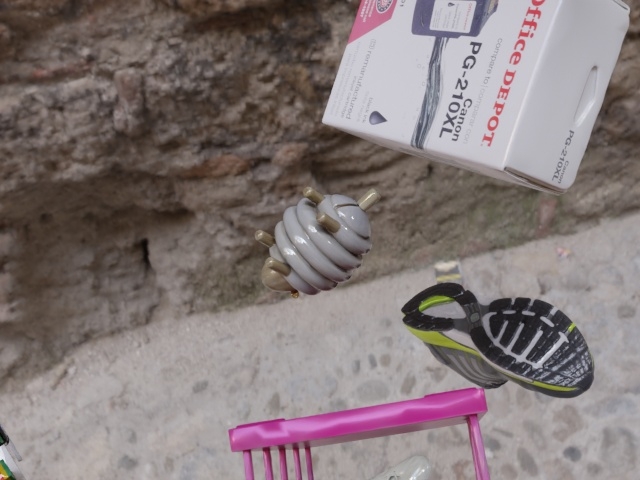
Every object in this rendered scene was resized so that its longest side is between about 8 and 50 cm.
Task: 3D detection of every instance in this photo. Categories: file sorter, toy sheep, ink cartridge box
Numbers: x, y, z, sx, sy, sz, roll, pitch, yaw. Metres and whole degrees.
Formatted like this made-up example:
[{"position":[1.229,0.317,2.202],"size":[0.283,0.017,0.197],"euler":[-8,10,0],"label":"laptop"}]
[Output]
[{"position":[0.061,0.248,0.738],"size":[0.202,0.291,0.182],"euler":[-10,75,7],"label":"file sorter"},{"position":[0.000,0.000,0.711],"size":[0.132,0.091,0.091],"euler":[-37,49,19],"label":"toy sheep"},{"position":[0.133,-0.156,0.747],"size":[0.237,0.100,0.172],"euler":[24,98,47],"label":"ink cartridge box"}]

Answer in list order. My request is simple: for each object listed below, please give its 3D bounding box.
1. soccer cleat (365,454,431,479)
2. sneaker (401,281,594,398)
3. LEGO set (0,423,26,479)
[{"position":[0.081,0.379,1.200],"size":[0.196,0.076,0.068],"euler":[-45,25,19],"label":"soccer cleat"},{"position":[0.236,0.140,1.052],"size":[0.111,0.121,0.300],"euler":[-44,29,-15],"label":"sneaker"},{"position":[-0.280,0.143,0.639],"size":[0.060,0.182,0.244],"euler":[-32,30,-24],"label":"LEGO set"}]
